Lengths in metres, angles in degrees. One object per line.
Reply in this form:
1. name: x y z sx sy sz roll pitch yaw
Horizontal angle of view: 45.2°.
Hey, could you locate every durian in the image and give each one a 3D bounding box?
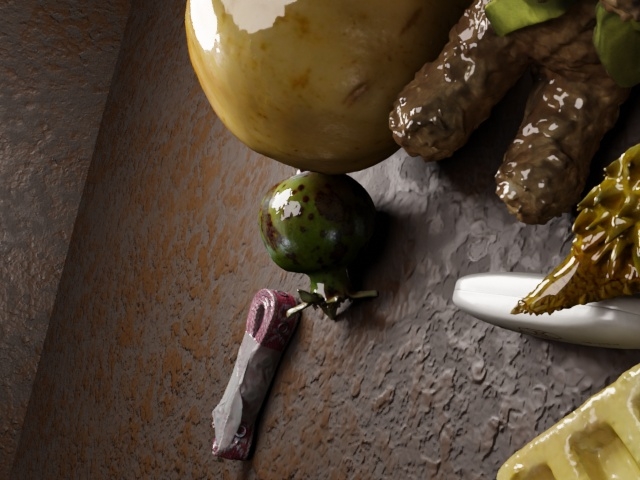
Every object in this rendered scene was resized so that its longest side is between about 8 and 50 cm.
1. durian: 0.220 -0.002 0.478 0.224 0.140 0.078 -41 52 19

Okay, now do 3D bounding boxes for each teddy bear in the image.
1. teddy bear: 0.194 -0.152 0.549 0.296 0.246 0.222 -60 1 12

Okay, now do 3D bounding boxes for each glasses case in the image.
1. glasses case: 0.184 0.053 0.604 0.193 0.074 0.049 5 79 59

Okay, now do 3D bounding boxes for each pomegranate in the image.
1. pomegranate: 0.031 -0.220 0.795 0.342 0.342 0.342 -35 47 47
2. pomegranate: -0.005 -0.002 0.892 0.148 0.148 0.169 -29 58 50

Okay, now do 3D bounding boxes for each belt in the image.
1. belt: -0.091 0.175 1.021 0.071 0.053 0.232 23 95 52

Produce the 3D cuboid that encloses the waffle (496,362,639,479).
1. waffle: 0.229 0.161 0.488 0.274 0.057 0.168 -52 35 32
